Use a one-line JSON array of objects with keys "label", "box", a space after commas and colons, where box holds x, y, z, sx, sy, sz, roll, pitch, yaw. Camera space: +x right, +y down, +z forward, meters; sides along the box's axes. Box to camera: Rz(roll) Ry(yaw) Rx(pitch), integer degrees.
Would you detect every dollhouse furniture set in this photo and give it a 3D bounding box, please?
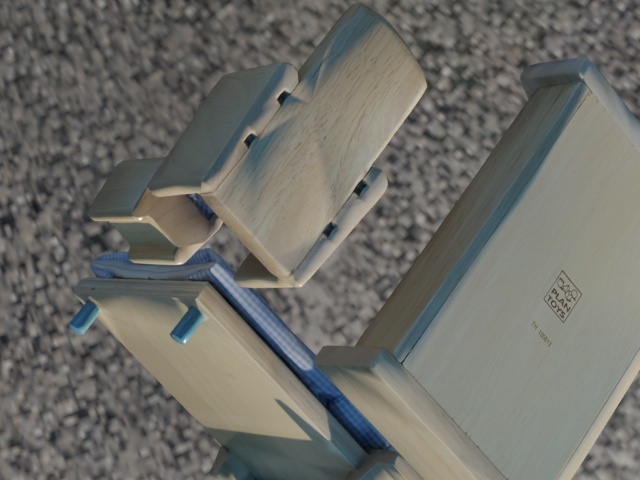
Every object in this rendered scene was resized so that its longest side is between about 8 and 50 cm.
[{"label": "dollhouse furniture set", "box": [0.000, 0.000, 0.962, 0.286, 0.303, 0.198, 48, 63, -25]}]
